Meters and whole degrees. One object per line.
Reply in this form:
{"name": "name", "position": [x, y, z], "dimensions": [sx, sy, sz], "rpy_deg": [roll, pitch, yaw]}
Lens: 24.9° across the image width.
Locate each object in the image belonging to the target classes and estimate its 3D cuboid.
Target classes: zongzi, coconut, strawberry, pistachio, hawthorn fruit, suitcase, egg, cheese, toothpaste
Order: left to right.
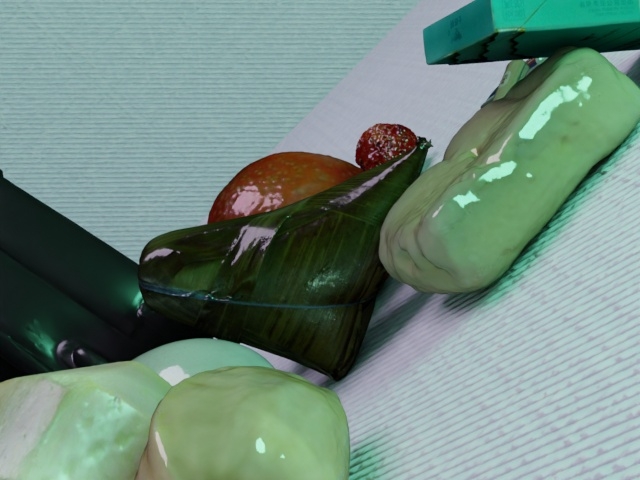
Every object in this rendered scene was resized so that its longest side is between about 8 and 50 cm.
{"name": "suitcase", "position": [-0.287, 0.101, 1.546], "dimensions": [0.188, 0.345, 0.339], "rpy_deg": [-54, -14, -25]}
{"name": "coconut", "position": [-0.197, 0.194, 1.137], "dimensions": [0.237, 0.197, 0.237], "rpy_deg": [-47, 20, 22]}
{"name": "egg", "position": [-0.118, 0.165, 1.298], "dimensions": [0.209, 0.151, 0.151], "rpy_deg": [-26, 19, 34]}
{"name": "pistachio", "position": [-0.055, 0.163, 1.040], "dimensions": [0.157, 0.157, 0.229], "rpy_deg": [-43, -1, 17]}
{"name": "zongzi", "position": [-0.038, -0.011, 1.304], "dimensions": [0.112, 0.221, 0.242], "rpy_deg": [-95, 23, -67]}
{"name": "hawthorn fruit", "position": [0.000, 0.000, 1.455], "dimensions": [0.226, 0.196, 0.196], "rpy_deg": [-11, 26, 28]}
{"name": "strawberry", "position": [0.088, -0.101, 1.776], "dimensions": [0.083, 0.083, 0.096], "rpy_deg": [-47, 38, -11]}
{"name": "cheese", "position": [0.163, -0.060, 1.227], "dimensions": [0.263, 0.093, 0.159], "rpy_deg": [-47, 13, -17]}
{"name": "toothpaste", "position": [0.232, -0.191, 1.695], "dimensions": [0.037, 0.021, 0.140], "rpy_deg": [-46, 6, -33]}

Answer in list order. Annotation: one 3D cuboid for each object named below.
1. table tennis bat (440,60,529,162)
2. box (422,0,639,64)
{"name": "table tennis bat", "position": [0.170, -0.100, 1.497], "dimensions": [0.138, 0.022, 0.246], "rpy_deg": [-26, 29, 49]}
{"name": "box", "position": [0.224, -0.192, 1.277], "dimensions": [0.226, 0.042, 0.161], "rpy_deg": [-6, -3, -16]}
